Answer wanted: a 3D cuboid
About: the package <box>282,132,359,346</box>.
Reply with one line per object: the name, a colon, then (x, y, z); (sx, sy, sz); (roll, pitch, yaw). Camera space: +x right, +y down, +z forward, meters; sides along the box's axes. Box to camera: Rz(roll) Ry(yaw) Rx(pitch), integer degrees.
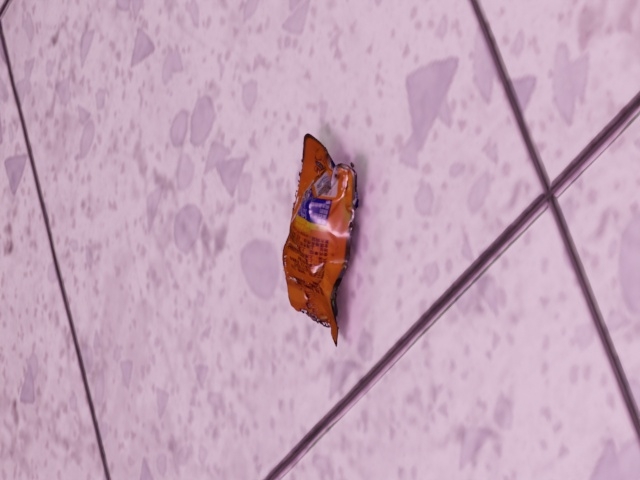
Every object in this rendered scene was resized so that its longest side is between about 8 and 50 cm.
package: (-0.001, 0.000, 1.113); (0.077, 0.033, 0.110); (29, 117, 44)
